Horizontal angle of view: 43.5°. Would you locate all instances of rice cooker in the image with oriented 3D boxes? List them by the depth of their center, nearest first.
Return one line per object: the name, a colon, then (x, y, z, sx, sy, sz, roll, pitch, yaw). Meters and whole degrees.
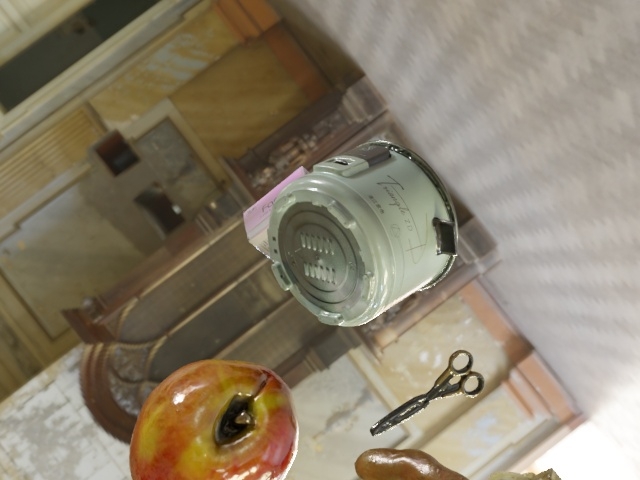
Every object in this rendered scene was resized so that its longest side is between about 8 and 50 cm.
rice cooker: (0.066, -0.014, 1.173, 0.280, 0.227, 0.241, 9, 116, 43)

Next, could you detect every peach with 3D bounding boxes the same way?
peach: (-0.163, 0.307, 1.245, 0.238, 0.281, 0.281, 45, 176, 4)

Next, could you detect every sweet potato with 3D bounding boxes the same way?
sweet potato: (0.120, 0.284, 0.980, 0.195, 0.056, 0.056, -3, 134, 41)

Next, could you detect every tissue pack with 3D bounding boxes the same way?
tissue pack: (0.000, 0.000, 1.440, 0.246, 0.148, 0.092, 42, -159, -34)

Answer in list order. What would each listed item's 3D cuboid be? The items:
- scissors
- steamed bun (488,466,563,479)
scissors: (0.178, 0.271, 1.366, 0.088, 0.220, 0.017, 62, 171, -13)
steamed bun: (0.420, 0.572, 1.561, 0.292, 0.295, 0.137, 15, -174, 28)
